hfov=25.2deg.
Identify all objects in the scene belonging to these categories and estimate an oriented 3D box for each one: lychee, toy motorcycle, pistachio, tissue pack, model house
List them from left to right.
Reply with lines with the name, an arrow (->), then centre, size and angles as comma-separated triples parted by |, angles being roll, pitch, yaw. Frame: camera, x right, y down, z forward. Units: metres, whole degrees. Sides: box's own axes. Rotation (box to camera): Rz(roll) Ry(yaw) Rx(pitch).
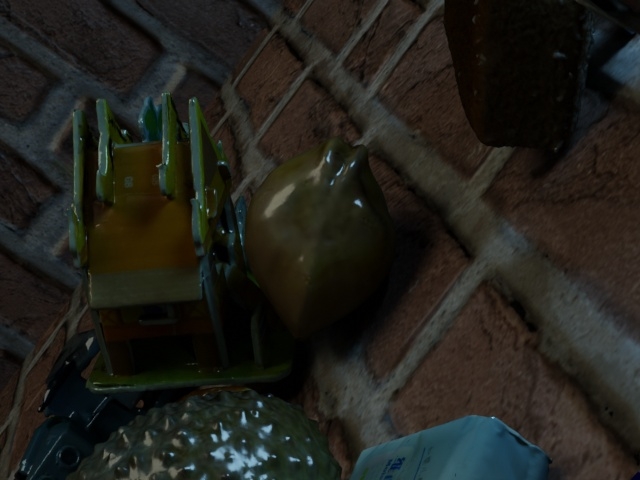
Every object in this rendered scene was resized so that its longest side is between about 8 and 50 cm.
toy motorcycle -> -0.281, 0.200, 1.928 | 0.416, 0.172, 0.232 | -53, 6, -28
model house -> -0.145, -0.041, 1.634 | 0.358, 0.242, 0.313 | -73, -22, -64
lychee -> -0.088, 0.246, 1.115 | 0.255, 0.255, 0.274 | -49, 43, 22
pistachio -> 0.000, 0.000, 1.523 | 0.260, 0.162, 0.213 | 35, -105, -86
tissue pack -> 0.043, 0.252, 0.957 | 0.177, 0.089, 0.263 | -31, 29, 55

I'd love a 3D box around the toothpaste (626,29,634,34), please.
toothpaste -> 0.317, -0.286, 1.302 | 0.193, 0.070, 0.044 | -51, 13, 16

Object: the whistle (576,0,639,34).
whistle -> 0.289, -0.213, 1.060 | 0.189, 0.189, 0.348 | -52, 26, 14

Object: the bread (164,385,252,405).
bread -> -0.142, 0.248, 1.506 | 0.184, 0.110, 0.234 | -60, 15, -23

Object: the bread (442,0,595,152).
bread -> 0.188, -0.237, 1.439 | 0.416, 0.113, 0.165 | -90, 3, -65

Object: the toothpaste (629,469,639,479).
toothpaste -> 0.193, 0.146, 0.863 | 0.083, 0.015, 0.024 | -53, 6, 28
